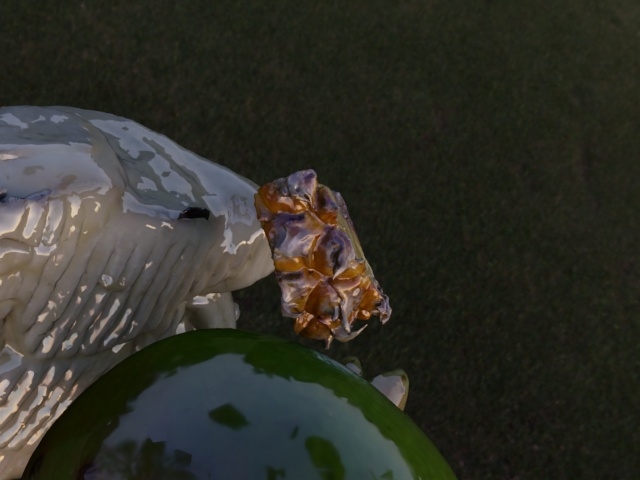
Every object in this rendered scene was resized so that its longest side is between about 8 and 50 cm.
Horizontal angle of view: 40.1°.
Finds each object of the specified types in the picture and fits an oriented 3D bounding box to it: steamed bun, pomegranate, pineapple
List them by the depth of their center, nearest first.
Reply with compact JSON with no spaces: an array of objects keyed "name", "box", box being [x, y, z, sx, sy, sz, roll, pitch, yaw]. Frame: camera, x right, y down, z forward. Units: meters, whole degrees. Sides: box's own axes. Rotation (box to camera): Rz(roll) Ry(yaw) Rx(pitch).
[{"name":"pomegranate","box":[-0.009,0.173,0.575,0.310,0.216,0.358,44,34,3]},{"name":"pineapple","box":[0.000,0.000,0.599,0.069,0.137,0.116,-15,36,5]},{"name":"steamed bun","box":[-0.219,0.017,0.719,0.346,0.394,0.237,-34,57,-20]}]
